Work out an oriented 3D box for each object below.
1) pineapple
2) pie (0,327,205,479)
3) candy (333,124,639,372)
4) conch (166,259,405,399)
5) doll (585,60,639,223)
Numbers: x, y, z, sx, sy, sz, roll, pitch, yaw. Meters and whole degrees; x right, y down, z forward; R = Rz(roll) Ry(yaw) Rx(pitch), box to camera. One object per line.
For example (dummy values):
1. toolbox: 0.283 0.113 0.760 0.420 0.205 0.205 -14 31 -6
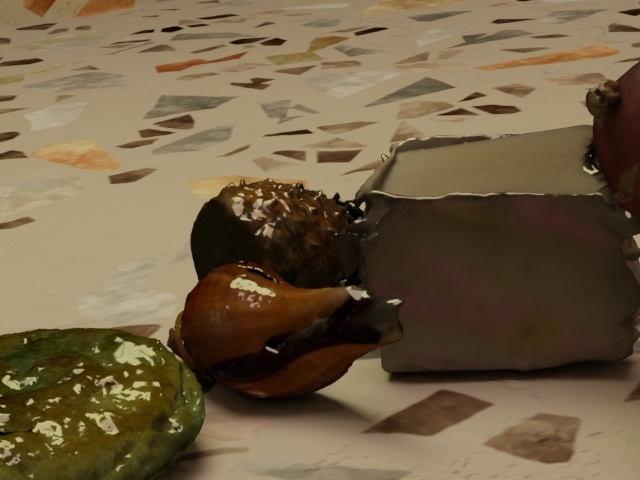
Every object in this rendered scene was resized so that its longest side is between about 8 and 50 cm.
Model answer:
1. pineapple: 0.000 0.000 1.247 0.198 0.108 0.108 -8 14 -39
2. pie: -0.236 0.117 0.976 0.323 0.070 0.323 -6 15 2
3. candy: 0.122 0.006 1.111 0.195 0.137 0.185 -3 16 12
4. conch: -0.038 0.061 1.064 0.080 0.086 0.233 -15 17 -29
5. doll: 0.241 0.010 0.913 0.152 0.256 0.196 -15 -28 23
